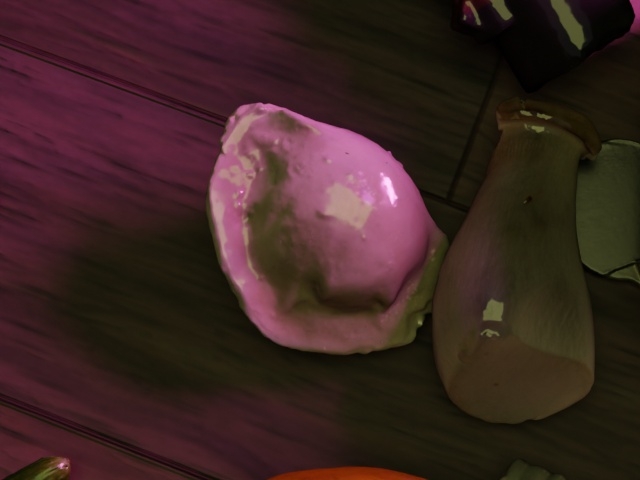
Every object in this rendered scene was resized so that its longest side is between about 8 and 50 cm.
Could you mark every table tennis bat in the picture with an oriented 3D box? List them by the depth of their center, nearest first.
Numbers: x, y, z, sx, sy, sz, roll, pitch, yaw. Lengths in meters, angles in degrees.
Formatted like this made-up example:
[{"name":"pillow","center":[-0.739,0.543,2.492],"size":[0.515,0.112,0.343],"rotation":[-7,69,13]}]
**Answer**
[{"name":"table tennis bat","center":[0.228,0.000,1.262],"size":[0.095,0.014,0.158],"rotation":[-22,77,-2]}]

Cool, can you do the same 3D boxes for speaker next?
[{"name":"speaker","center":[0.138,-0.294,1.285],"size":[0.259,0.198,0.329],"rotation":[-37,94,-42]}]

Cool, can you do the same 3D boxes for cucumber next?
[{"name":"cucumber","center":[-0.242,0.198,1.238],"size":[0.155,0.037,0.037],"rotation":[-31,79,-4]}]

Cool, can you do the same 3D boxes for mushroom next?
[{"name":"mushroom","center":[0.137,0.012,1.232],"size":[0.116,0.093,0.225],"rotation":[5,71,-6]}]

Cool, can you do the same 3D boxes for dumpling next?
[{"name":"dumpling","center":[-0.002,-0.001,1.224],"size":[0.181,0.111,0.155],"rotation":[29,78,13]}]

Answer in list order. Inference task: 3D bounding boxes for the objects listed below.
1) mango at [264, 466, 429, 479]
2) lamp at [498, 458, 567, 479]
[{"name":"mango","center":[0.091,0.330,1.082],"size":[0.445,0.220,0.301],"rotation":[43,46,10]},{"name":"lamp","center":[0.208,0.208,1.185],"size":[0.193,0.106,0.106],"rotation":[21,81,17]}]
